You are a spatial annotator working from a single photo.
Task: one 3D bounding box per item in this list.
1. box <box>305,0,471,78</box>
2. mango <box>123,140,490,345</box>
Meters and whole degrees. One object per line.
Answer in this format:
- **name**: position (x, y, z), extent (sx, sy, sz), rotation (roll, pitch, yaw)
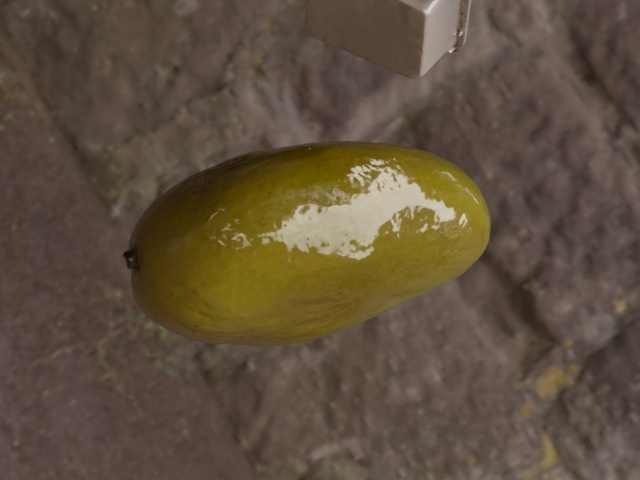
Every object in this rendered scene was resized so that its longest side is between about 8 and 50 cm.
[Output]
- **box**: position (0.047, -0.179, 1.091), extent (0.122, 0.089, 0.062), rotation (25, 55, 18)
- **mango**: position (-0.001, -0.004, 1.210), extent (0.332, 0.195, 0.142), rotation (-15, 64, -20)
